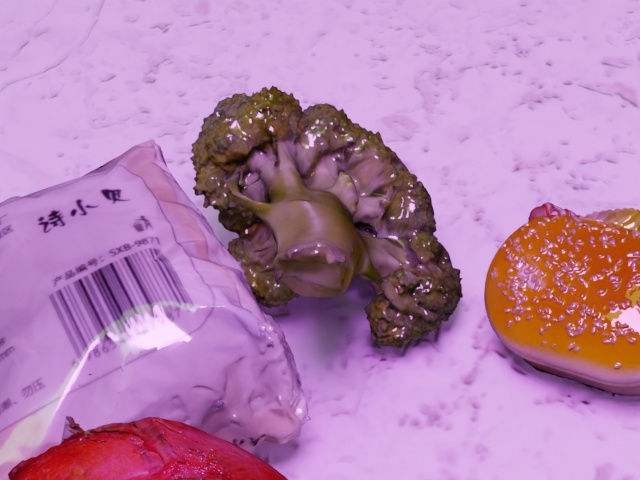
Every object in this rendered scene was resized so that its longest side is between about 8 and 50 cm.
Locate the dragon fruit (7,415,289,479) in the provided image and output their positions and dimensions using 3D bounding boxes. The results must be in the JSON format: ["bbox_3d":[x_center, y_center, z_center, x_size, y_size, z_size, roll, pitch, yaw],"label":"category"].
[{"bbox_3d":[-0.126,0.286,1.434,0.302,0.295,0.295,22,55,10],"label":"dragon fruit"}]

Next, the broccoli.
[{"bbox_3d":[0.003,0.011,1.724,0.186,0.254,0.302,-42,37,25],"label":"broccoli"}]

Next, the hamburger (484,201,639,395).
[{"bbox_3d":[0.253,0.049,1.696,0.210,0.116,0.173,19,57,23],"label":"hamburger"}]

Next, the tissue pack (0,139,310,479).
[{"bbox_3d":[-0.241,0.097,1.675,0.376,0.195,0.390,-24,47,-9],"label":"tissue pack"}]
